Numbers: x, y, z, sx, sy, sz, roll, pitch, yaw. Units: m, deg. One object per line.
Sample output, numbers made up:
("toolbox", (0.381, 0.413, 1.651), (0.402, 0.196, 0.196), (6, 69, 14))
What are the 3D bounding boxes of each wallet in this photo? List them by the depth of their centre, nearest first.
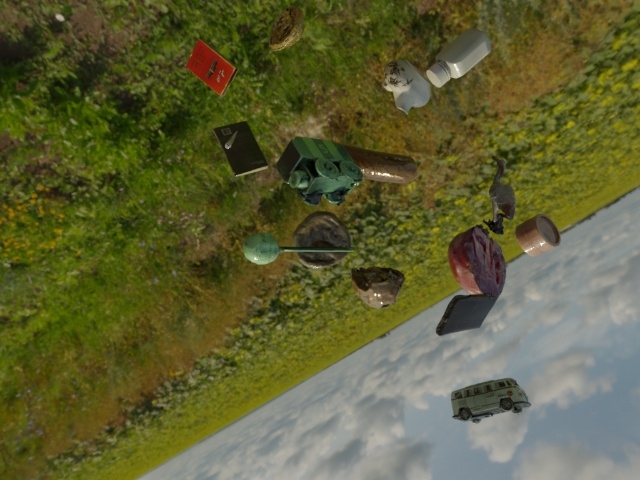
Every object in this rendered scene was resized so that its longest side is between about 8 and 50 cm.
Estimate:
("wallet", (0.541, 0.268, 1.690), (0.309, 0.042, 0.165), (4, 114, -44))

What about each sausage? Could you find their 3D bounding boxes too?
("sausage", (0.169, -0.338, 1.954), (0.123, 0.500, 0.136), (87, 24, -44))

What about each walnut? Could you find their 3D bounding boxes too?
("walnut", (0.210, 0.179, 1.741), (0.203, 0.141, 0.238), (8, -170, 15))

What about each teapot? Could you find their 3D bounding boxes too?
("teapot", (0.323, -0.600, 1.772), (0.208, 0.300, 0.166), (20, 113, -22))

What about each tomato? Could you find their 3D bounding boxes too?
("tomato", (0.640, 0.108, 1.948), (0.176, 0.290, 0.334), (-13, 146, 42))

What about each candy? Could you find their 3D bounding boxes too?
("candy", (-0.068, 0.033, 1.691), (0.439, 0.119, 0.119), (2, 152, -24))

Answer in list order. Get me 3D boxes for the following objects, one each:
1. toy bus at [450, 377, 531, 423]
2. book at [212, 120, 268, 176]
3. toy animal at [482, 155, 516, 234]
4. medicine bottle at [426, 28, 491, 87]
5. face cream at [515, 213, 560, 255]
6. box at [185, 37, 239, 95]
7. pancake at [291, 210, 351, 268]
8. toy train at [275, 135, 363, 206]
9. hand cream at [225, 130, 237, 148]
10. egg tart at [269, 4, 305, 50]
("toy bus", (0.435, 0.413, 1.186), (0.193, 0.089, 0.087), (-27, 141, 30))
("book", (-0.334, -0.387, 1.922), (0.160, 0.228, 0.024), (-22, 171, -31))
("toy animal", (0.707, -0.185, 1.805), (0.090, 0.324, 0.195), (2, -178, -9))
("medicine bottle", (0.407, -0.543, 1.366), (0.183, 0.119, 0.069), (-40, 130, 2))
("face cream", (0.889, -0.022, 1.874), (0.149, 0.149, 0.104), (-19, 166, -39))
("box", (-0.295, -0.469, 1.242), (0.090, 0.133, 0.023), (-50, 177, 27))
("pancake", (0.000, 0.000, 2.209), (0.294, 0.295, 0.049), (-33, -178, 9))
("toy train", (0.004, -0.247, 1.598), (0.299, 0.238, 0.167), (-4, 143, -44))
("hand cream", (-0.338, -0.379, 1.734), (0.035, 0.022, 0.102), (-50, -163, 40))
("egg tart", (-0.081, -0.532, 1.167), (0.049, 0.129, 0.128), (23, 129, -41))
